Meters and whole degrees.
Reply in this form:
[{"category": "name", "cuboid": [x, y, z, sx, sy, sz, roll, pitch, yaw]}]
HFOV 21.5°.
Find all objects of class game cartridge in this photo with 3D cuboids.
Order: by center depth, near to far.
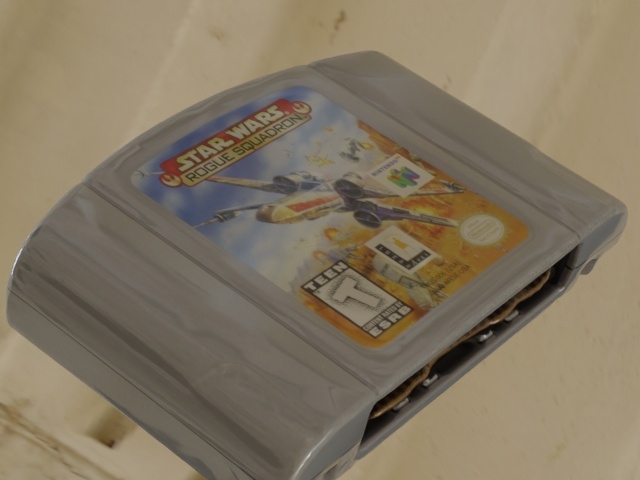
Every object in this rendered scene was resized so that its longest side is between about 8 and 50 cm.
[{"category": "game cartridge", "cuboid": [0.000, 0.000, 0.838, 0.198, 0.062, 0.297, 37, -137, 19]}]
